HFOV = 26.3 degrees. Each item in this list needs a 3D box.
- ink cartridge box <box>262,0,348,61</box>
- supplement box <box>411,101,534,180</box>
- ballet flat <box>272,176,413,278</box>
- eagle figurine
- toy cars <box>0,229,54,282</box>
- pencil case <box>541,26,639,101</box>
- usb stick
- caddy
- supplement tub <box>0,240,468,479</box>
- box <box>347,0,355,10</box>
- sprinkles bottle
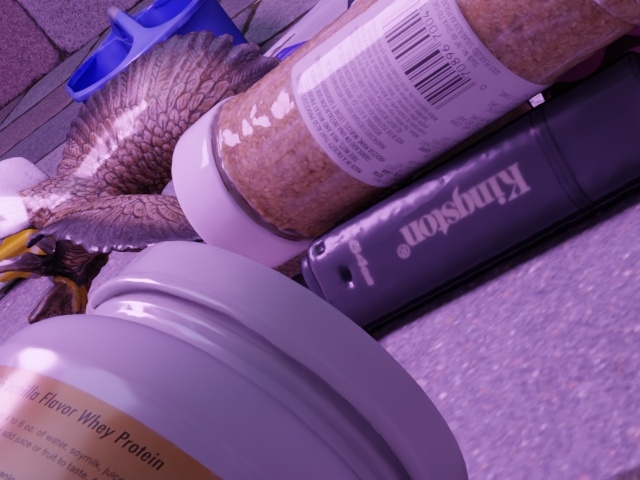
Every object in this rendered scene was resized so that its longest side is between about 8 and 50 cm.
[{"bbox_3d":[-0.009,-0.215,1.580,0.206,0.045,0.208,-45,20,-15],"label":"ink cartridge box"},{"bbox_3d":[0.112,-0.047,0.936,0.083,0.056,0.083,-30,21,29],"label":"supplement box"},{"bbox_3d":[0.000,0.000,1.068,0.250,0.058,0.084,-34,21,32],"label":"ballet flat"},{"bbox_3d":[-0.166,-0.037,1.228,0.225,0.226,0.298,-20,-17,-41],"label":"eagle figurine"},{"bbox_3d":[-0.357,0.005,1.704,0.176,0.087,0.393,-41,14,-19],"label":"toy cars"},{"bbox_3d":[0.235,-0.152,0.900,0.209,0.095,0.098,-32,-8,17],"label":"pencil case"},{"bbox_3d":[0.107,-0.024,0.867,0.278,0.077,0.045,-30,-2,29],"label":"usb stick"},{"bbox_3d":[-0.234,-0.253,1.902,0.241,0.179,0.341,-41,18,-4],"label":"caddy"},{"bbox_3d":[-0.100,0.175,0.561,0.228,0.228,0.316,-12,34,55],"label":"supplement tub"},{"bbox_3d":[0.116,-0.214,1.253,0.183,0.059,0.233,-20,23,11],"label":"box"},{"bbox_3d":[0.054,-0.106,0.889,0.355,0.121,0.121,-33,19,38],"label":"sprinkles bottle"}]
